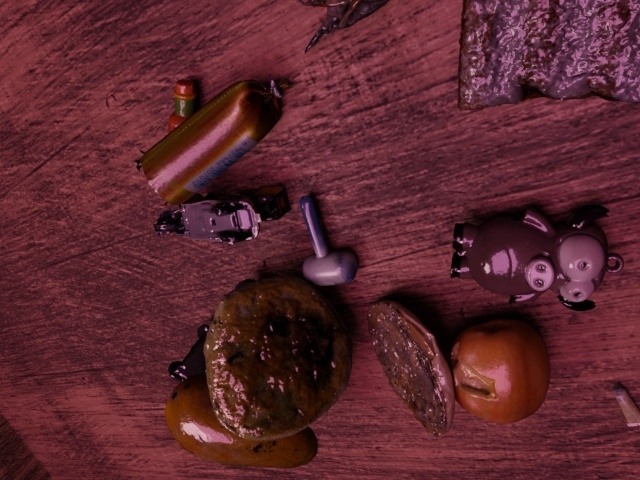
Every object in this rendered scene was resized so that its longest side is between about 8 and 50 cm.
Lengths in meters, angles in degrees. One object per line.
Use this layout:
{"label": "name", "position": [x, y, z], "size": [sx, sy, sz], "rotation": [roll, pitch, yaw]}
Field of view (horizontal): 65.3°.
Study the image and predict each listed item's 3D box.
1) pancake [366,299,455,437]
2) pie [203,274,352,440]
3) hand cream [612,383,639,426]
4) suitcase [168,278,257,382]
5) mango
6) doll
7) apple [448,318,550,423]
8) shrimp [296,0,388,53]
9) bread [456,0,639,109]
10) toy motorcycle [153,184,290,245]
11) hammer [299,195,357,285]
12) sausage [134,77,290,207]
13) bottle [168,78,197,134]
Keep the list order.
{"label": "pancake", "position": [0.175, 0.249, 0.990], "size": [0.282, 0.049, 0.282], "rotation": [50, 152, 39]}
{"label": "pie", "position": [-0.075, 0.225, 0.977], "size": [0.323, 0.323, 0.070], "rotation": [49, 163, -6]}
{"label": "hand cream", "position": [0.568, 0.307, 0.925], "size": [0.035, 0.022, 0.102], "rotation": [-25, 110, 35]}
{"label": "suitcase", "position": [-0.136, 0.292, 1.162], "size": [0.339, 0.188, 0.345], "rotation": [42, 128, -4]}
{"label": "mango", "position": [-0.163, 0.394, 1.046], "size": [0.330, 0.176, 0.175], "rotation": [23, 85, 5]}
{"label": "doll", "position": [0.345, 0.025, 0.810], "size": [0.258, 0.117, 0.181], "rotation": [9, 116, 25]}
{"label": "apple", "position": [0.324, 0.231, 0.907], "size": [0.199, 0.199, 0.199], "rotation": [12, 122, 20]}
{"label": "shrimp", "position": [0.060, -0.404, 0.700], "size": [0.137, 0.172, 0.372], "rotation": [39, 151, -23]}
{"label": "bread", "position": [0.389, -0.256, 0.627], "size": [0.417, 0.113, 0.165], "rotation": [5, 122, 23]}
{"label": "toy motorcycle", "position": [-0.211, -0.053, 1.021], "size": [0.263, 0.157, 0.090], "rotation": [-1, 114, 25]}
{"label": "hammer", "position": [0.000, 0.000, 1.003], "size": [0.116, 0.069, 0.193], "rotation": [-7, 109, 32]}
{"label": "sausage", "position": [-0.189, -0.200, 0.921], "size": [0.317, 0.117, 0.125], "rotation": [-35, 121, 15]}
{"label": "bottle", "position": [-0.272, -0.227, 1.002], "size": [0.069, 0.069, 0.187], "rotation": [21, 126, 15]}
